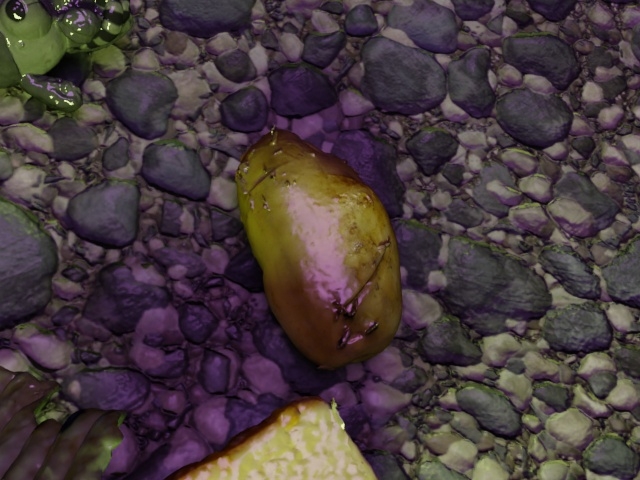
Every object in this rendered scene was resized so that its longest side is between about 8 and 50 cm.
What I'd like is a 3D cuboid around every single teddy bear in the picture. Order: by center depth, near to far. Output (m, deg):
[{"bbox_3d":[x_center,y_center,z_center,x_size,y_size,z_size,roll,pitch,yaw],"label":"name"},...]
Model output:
[{"bbox_3d":[-0.335,-0.261,1.021,0.171,0.144,0.251,40,64,-9],"label":"teddy bear"}]

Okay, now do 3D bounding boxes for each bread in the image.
[{"bbox_3d":[-0.080,0.308,0.737,0.279,0.279,0.207,-30,77,-21],"label":"bread"}]

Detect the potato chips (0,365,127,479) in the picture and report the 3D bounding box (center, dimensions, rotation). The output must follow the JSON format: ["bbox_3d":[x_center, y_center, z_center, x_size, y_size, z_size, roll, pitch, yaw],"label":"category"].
[{"bbox_3d":[-0.356,0.273,0.710,0.389,0.373,0.097,-55,131,-24],"label":"potato chips"}]

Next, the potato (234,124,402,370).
[{"bbox_3d":[0.000,0.000,0.975,0.173,0.140,0.300,-17,74,-16],"label":"potato"}]
